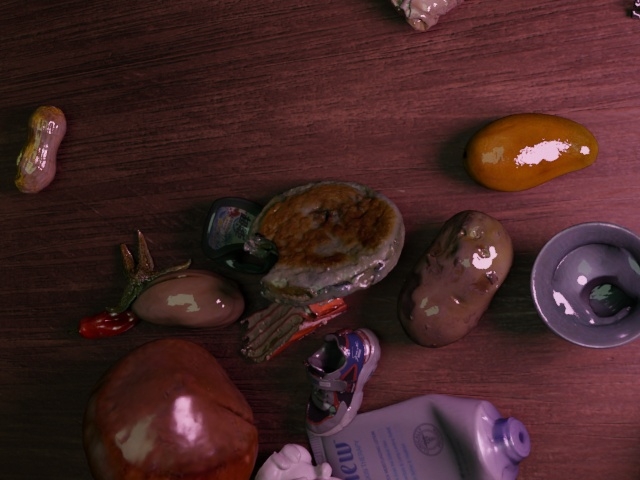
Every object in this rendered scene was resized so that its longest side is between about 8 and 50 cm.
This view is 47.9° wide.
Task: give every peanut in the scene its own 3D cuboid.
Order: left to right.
[{"bbox_3d":[-0.632,-0.204,1.631,0.087,0.087,0.206,19,93,20],"label":"peanut"}]

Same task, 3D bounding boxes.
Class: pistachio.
[{"bbox_3d":[-0.265,0.123,1.454,0.226,0.136,0.135,-2,87,5],"label":"pistachio"}]

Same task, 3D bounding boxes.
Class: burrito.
[{"bbox_3d":[0.137,-0.541,1.349,0.175,0.107,0.348,-45,76,-3],"label":"burrito"}]

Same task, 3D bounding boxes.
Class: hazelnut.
[{"bbox_3d":[-0.298,0.374,1.383,0.372,0.315,0.372,8,100,49],"label":"hazelnut"}]

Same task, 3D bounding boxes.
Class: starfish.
[{"bbox_3d":[-0.373,0.083,1.540,0.217,0.050,0.223,-26,76,2],"label":"starfish"}]

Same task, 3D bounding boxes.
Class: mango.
[{"bbox_3d":[0.361,-0.156,1.254,0.228,0.099,0.136,-7,81,12],"label":"mango"}]

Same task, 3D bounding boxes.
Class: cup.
[{"bbox_3d":[0.452,0.072,1.181,0.199,0.150,0.199,-1,88,21],"label":"cup"}]

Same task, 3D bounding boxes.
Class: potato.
[{"bbox_3d":[0.234,0.070,1.258,0.165,0.165,0.262,38,113,18],"label":"potato"}]

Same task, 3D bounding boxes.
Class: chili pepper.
[{"bbox_3d":[-0.474,0.184,1.576,0.191,0.050,0.059,-16,66,12],"label":"chili pepper"}]

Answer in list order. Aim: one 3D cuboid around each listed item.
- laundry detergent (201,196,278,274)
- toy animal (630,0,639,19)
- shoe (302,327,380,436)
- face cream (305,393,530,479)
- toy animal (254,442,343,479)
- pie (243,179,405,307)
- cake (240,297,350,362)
[{"bbox_3d":[-0.124,0.001,1.440,0.222,0.078,0.144,19,94,18],"label":"laundry detergent"},{"bbox_3d":[0.567,-0.441,1.213,0.065,0.047,0.135,8,89,15],"label":"toy animal"},{"bbox_3d":[0.019,0.260,1.339,0.099,0.125,0.227,29,94,42],"label":"shoe"},{"bbox_3d":[0.174,0.400,1.311,0.420,0.137,0.234,-24,82,30],"label":"face cream"},{"bbox_3d":[-0.034,0.493,1.351,0.193,0.127,0.178,45,128,25],"label":"toy animal"},{"bbox_3d":[0.007,-0.003,1.318,0.303,0.067,0.302,-6,47,7],"label":"pie"},{"bbox_3d":[-0.056,0.156,1.410,0.287,0.135,0.098,-32,82,37],"label":"cake"}]
